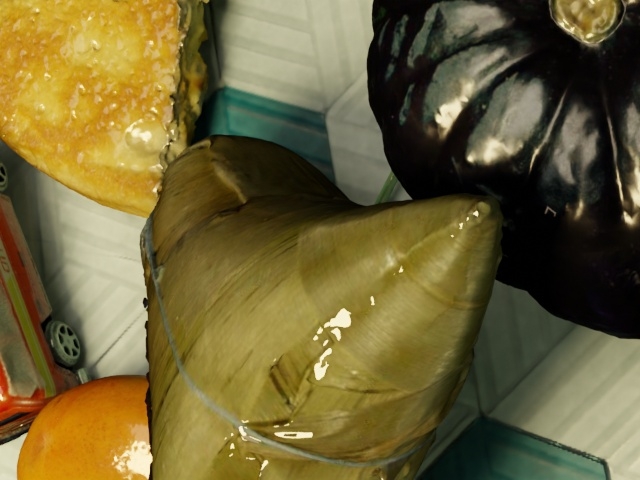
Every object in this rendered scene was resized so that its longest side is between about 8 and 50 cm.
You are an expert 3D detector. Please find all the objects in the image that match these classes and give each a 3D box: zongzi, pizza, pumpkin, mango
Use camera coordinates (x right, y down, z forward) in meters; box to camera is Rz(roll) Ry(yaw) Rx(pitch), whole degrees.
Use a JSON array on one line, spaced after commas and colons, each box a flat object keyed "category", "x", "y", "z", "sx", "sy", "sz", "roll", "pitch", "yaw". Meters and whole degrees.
[{"category": "zongzi", "x": 0.000, "y": 0.000, "z": 1.201, "sx": 0.356, "sy": 0.174, "sz": 0.393, "roll": -101, "pitch": 28, "yaw": -44}, {"category": "pizza", "x": -0.143, "y": -0.168, "z": 1.475, "sx": 0.280, "sy": 0.075, "sz": 0.288, "roll": 41, "pitch": 101, "yaw": 23}, {"category": "pumpkin", "x": 0.206, "y": -0.118, "z": 1.166, "sx": 0.363, "sy": 0.266, "sz": 0.363, "roll": -4, "pitch": 79, "yaw": 22}, {"category": "mango", "x": -0.134, "y": 0.170, "z": 1.377, "sx": 0.217, "sy": 0.102, "sz": 0.141, "roll": -5, "pitch": 83, "yaw": 29}]

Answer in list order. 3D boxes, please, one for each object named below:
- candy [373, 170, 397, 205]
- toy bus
[{"category": "candy", "x": 0.060, "y": -0.064, "z": 1.363, "sx": 0.058, "sy": 0.062, "sz": 0.194, "roll": 23, "pitch": 102, "yaw": -14}, {"category": "toy bus", "x": -0.289, "y": 0.029, "z": 1.460, "sx": 0.121, "sy": 0.120, "sz": 0.265, "roll": -25, "pitch": 81, "yaw": 22}]
